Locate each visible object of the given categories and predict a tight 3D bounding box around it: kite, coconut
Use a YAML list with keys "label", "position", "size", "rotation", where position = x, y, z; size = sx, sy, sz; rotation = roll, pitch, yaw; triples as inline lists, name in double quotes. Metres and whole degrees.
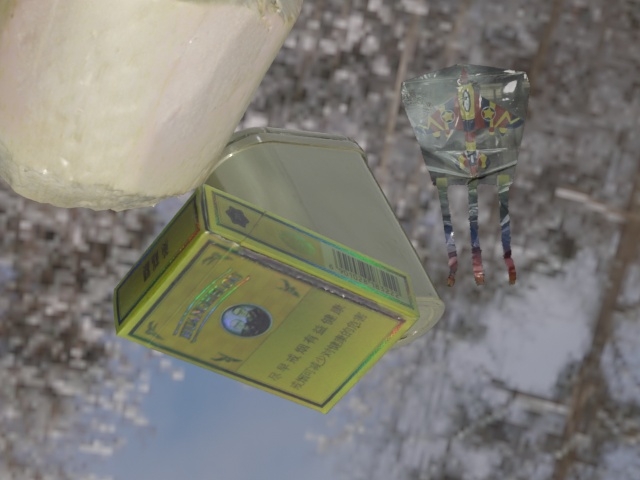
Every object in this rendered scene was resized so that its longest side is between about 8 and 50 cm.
- label: "kite"
  position: [0.164, -0.070, 1.926]
  size: [0.141, 0.245, 0.015]
  rotation: [-2, -170, 18]
- label: "coconut"
  position: [-0.134, -0.161, 1.148]
  size: [0.239, 0.244, 0.239]
  rotation: [20, -150, -13]

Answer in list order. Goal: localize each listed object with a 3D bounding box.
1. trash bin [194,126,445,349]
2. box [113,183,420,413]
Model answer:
- label: "trash bin"
  position: [0.000, 0.000, 2.013]
  size: [0.243, 0.121, 0.247]
  rotation: [4, -133, -45]
- label: "box"
  position: [-0.046, 0.053, 1.498]
  size: [0.220, 0.141, 0.064]
  rotation: [25, -146, -28]
